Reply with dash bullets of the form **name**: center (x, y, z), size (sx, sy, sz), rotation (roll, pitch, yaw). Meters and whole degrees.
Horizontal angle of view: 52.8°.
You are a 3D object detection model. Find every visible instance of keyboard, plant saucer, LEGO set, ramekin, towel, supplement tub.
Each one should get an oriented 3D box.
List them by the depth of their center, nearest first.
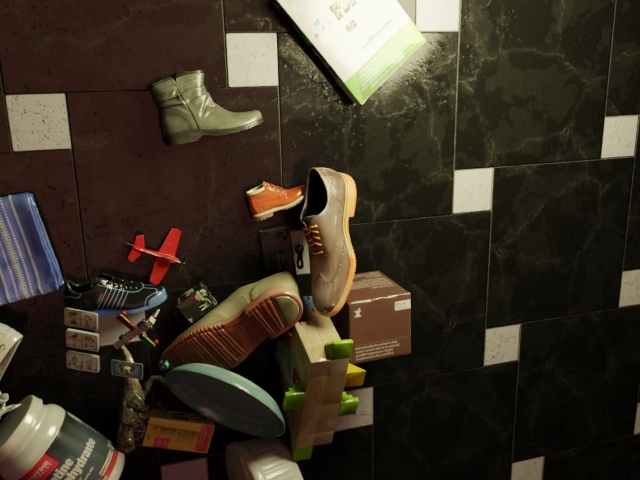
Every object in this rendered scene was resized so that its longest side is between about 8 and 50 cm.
- **towel**: center (-0.771, 0.046, 1.428), size (0.335, 0.040, 0.243), rotation (-16, 108, -13)
- **supplement tub**: center (-0.621, 0.509, 1.518), size (0.191, 0.191, 0.272), rotation (-47, 113, -2)
- **LEGO set**: center (-0.475, 0.239, 1.527), size (0.244, 0.060, 0.183), rotation (9, 120, -1)
- **plant saucer**: center (-0.225, 0.383, 1.567), size (0.317, 0.317, 0.044), rotation (42, 53, -23)
- **keyboard**: center (-0.092, 0.049, 1.662), size (0.108, 0.023, 0.180), rotation (-11, 108, -9)
- **ramekin**: center (-0.138, 0.637, 1.679), size (0.127, 0.273, 0.273), rotation (-16, 109, -26)

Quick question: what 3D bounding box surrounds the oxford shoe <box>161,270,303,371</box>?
- **oxford shoe**: center (-0.218, 0.211, 1.611), size (0.397, 0.146, 0.140), rotation (-27, 118, 10)

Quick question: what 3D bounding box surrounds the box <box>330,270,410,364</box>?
- **box**: center (0.118, 0.193, 1.671), size (0.168, 0.203, 0.167), rotation (-7, 107, -16)

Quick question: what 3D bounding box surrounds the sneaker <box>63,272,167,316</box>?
- **sneaker**: center (-0.483, 0.122, 1.520), size (0.232, 0.081, 0.091), rotation (-9, 114, -15)

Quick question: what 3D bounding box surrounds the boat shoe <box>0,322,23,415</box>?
- **boat shoe**: center (-0.765, 0.364, 1.460), size (0.156, 0.136, 0.367), rotation (23, 89, -8)

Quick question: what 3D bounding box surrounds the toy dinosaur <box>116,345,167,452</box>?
- **toy dinosaur**: center (-0.437, 0.382, 1.577), size (0.118, 0.064, 0.268), rotation (0, 81, -17)

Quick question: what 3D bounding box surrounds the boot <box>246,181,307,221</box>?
- **boot**: center (-0.106, -0.115, 1.596), size (0.157, 0.059, 0.085), rotation (-24, 105, -10)

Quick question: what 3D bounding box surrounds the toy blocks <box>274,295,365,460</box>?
- **toy blocks**: center (-0.035, 0.322, 1.635), size (0.190, 0.261, 0.382), rotation (-3, 123, -19)

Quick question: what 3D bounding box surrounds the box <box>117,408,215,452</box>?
- **box**: center (-0.396, 0.485, 1.657), size (0.232, 0.058, 0.087), rotation (15, 98, -21)

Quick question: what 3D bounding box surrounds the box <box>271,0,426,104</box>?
- **box**: center (0.073, -0.523, 1.547), size (0.232, 0.058, 0.322), rotation (-44, 112, -3)

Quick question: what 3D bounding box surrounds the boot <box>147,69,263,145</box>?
- **boot**: center (-0.260, -0.316, 1.482), size (0.246, 0.083, 0.161), rotation (-14, 102, -16)

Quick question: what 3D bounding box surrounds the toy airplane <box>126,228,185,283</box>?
- **toy airplane**: center (-0.396, 0.031, 1.553), size (0.151, 0.028, 0.151), rotation (-5, 107, -17)

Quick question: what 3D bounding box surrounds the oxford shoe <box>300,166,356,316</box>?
- **oxford shoe**: center (0.000, 0.000, 1.560), size (0.132, 0.130, 0.364), rotation (17, 68, -47)

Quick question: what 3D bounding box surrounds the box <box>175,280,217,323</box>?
- **box**: center (-0.308, 0.153, 1.601), size (0.083, 0.052, 0.062), rotation (-35, 111, -6)
